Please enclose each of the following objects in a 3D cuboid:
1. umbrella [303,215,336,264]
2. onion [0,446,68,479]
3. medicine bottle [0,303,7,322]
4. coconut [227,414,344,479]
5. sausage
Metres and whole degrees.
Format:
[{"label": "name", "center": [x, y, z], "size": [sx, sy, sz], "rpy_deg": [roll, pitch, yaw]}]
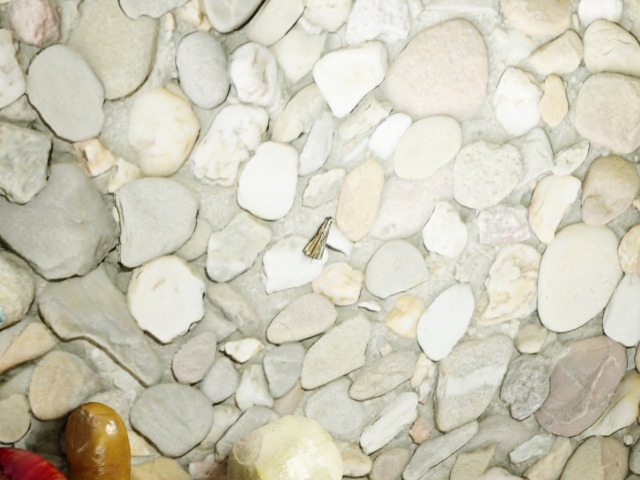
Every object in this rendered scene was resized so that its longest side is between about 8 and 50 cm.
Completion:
[{"label": "umbrella", "center": [0.000, 0.000, 1.619], "size": [0.031, 0.020, 0.083], "rpy_deg": [26, 98, 8]}, {"label": "onion", "center": [-0.439, 0.405, 1.456], "size": [0.248, 0.248, 0.161], "rpy_deg": [-58, 151, 4]}, {"label": "medicine bottle", "center": [-0.518, 0.125, 1.391], "size": [0.191, 0.051, 0.051], "rpy_deg": [-26, 119, -16]}, {"label": "coconut", "center": [-0.061, 0.378, 1.643], "size": [0.194, 0.194, 0.194], "rpy_deg": [-9, 113, -23]}, {"label": "sausage", "center": [-0.334, 0.366, 1.543], "size": [0.109, 0.109, 0.270], "rpy_deg": [-1, 110, -26]}]
